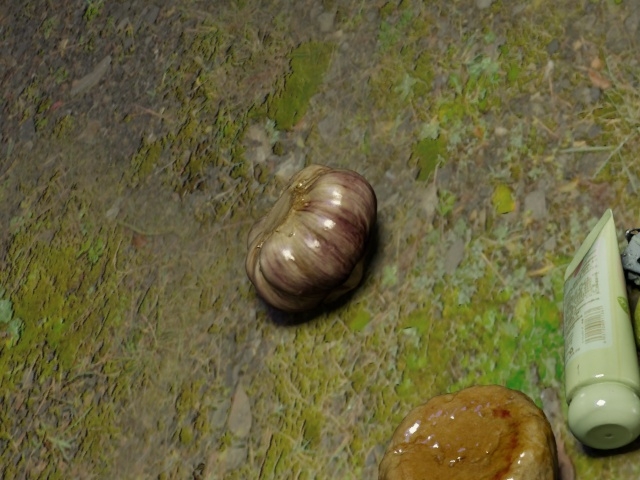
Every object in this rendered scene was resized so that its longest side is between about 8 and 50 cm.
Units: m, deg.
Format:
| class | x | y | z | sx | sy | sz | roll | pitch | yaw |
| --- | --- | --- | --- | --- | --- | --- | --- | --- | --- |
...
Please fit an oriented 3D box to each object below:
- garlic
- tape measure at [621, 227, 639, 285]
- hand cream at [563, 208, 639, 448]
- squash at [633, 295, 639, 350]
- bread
| class | x | y | z | sx | sy | sz | roll | pitch | yaw |
| --- | --- | --- | --- | --- | --- | --- | --- | --- | --- |
| garlic | 0.000 | 0.000 | 2.240 | 0.245 | 0.160 | 0.245 | -51 | 14 | 18 |
| tape measure | 0.434 | 0.022 | 2.022 | 0.094 | 0.054 | 0.091 | 4 | 59 | 37 |
| hand cream | 0.343 | 0.116 | 1.952 | 0.093 | 0.147 | 0.306 | 11 | 49 | -12 |
| squash | 0.510 | -0.003 | 1.960 | 0.288 | 0.111 | 0.203 | -19 | 42 | 18 |
| bread | 0.185 | 0.282 | 1.883 | 0.230 | 0.123 | 0.230 | -21 | 38 | 17 |
